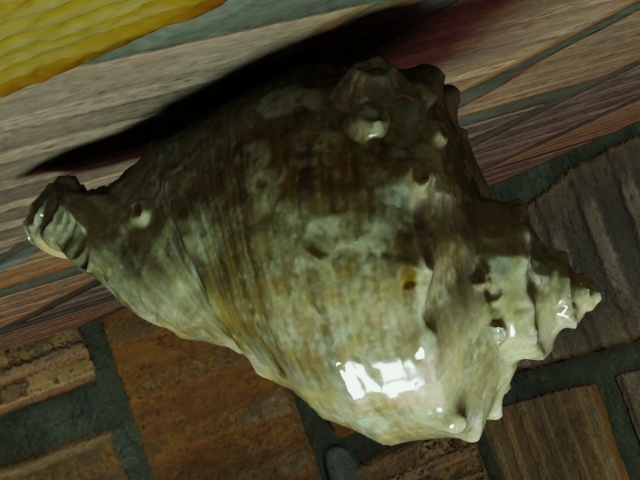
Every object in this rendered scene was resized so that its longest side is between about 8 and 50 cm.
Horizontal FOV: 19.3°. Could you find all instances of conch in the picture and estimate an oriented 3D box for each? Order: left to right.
[{"bbox_3d":[0.009,-0.016,1.149,0.210,0.352,0.297,-63,160,2],"label":"conch"}]

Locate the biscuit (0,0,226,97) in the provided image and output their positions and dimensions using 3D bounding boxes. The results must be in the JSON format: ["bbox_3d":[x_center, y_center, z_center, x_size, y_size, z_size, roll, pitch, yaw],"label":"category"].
[{"bbox_3d":[-0.123,-0.081,0.566,0.318,0.040,0.318,-19,176,-1],"label":"biscuit"}]
